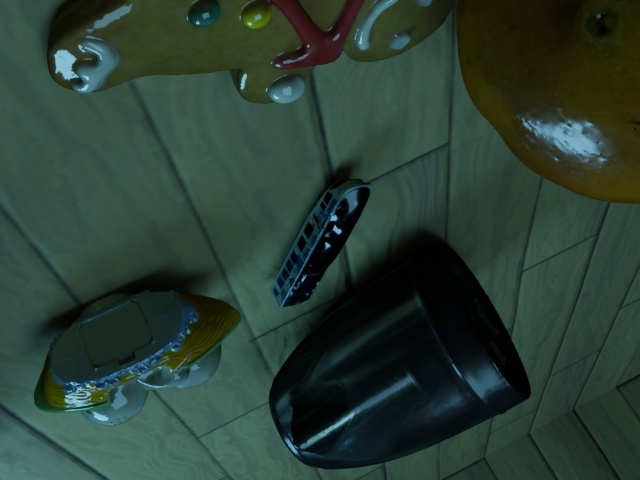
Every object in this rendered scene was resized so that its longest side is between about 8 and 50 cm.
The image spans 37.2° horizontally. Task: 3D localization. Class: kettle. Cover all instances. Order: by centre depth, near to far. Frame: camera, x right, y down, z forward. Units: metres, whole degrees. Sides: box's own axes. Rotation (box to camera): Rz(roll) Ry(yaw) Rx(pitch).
[{"bbox_3d":[0.085,0.170,1.289,0.324,0.228,0.321,-31,-174,15],"label":"kettle"}]

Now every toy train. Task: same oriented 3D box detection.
[{"bbox_3d":[0.000,0.000,1.042,0.043,0.047,0.207,-12,148,-34],"label":"toy train"}]

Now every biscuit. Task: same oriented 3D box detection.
[{"bbox_3d":[-0.019,-0.179,0.706,0.339,0.047,0.216,-4,145,-41],"label":"biscuit"}]

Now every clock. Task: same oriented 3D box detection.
[{"bbox_3d":[-0.192,0.123,1.007,0.231,0.103,0.144,-23,155,-8],"label":"clock"}]

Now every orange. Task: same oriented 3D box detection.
[{"bbox_3d":[0.240,-0.165,0.719,0.284,0.284,0.226,-47,163,32],"label":"orange"}]
